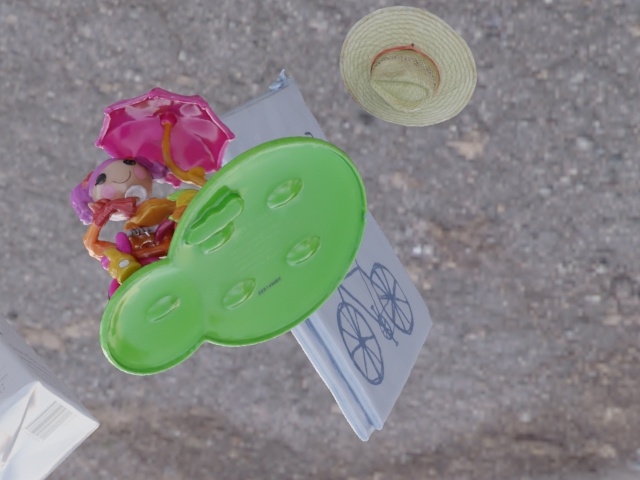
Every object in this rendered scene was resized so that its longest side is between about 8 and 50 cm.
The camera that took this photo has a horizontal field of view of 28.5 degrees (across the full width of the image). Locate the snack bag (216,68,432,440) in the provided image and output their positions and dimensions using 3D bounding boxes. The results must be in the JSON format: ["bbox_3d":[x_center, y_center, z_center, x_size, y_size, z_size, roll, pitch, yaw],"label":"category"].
[{"bbox_3d":[0.000,0.000,1.285,0.037,0.323,0.342,-28,97,20],"label":"snack bag"}]

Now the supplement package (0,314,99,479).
[{"bbox_3d":[-0.404,0.130,1.292,0.293,0.175,0.177,42,171,23],"label":"supplement package"}]

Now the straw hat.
[{"bbox_3d":[0.085,-0.163,1.280,0.145,0.061,0.144,7,125,10],"label":"straw hat"}]

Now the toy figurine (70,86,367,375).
[{"bbox_3d":[-0.088,-0.021,0.736,0.159,0.173,0.130,39,157,42],"label":"toy figurine"}]
